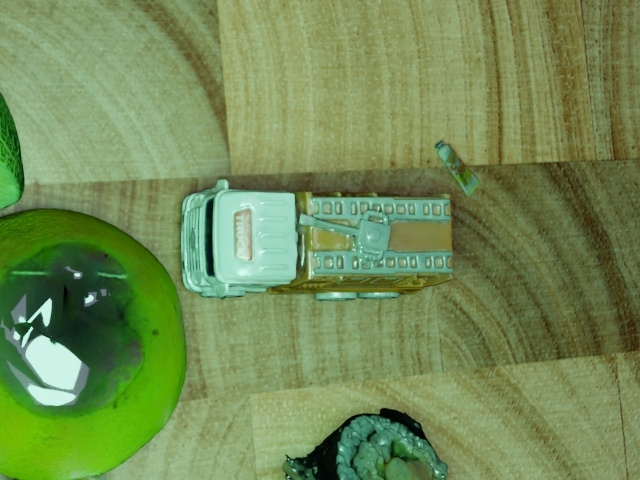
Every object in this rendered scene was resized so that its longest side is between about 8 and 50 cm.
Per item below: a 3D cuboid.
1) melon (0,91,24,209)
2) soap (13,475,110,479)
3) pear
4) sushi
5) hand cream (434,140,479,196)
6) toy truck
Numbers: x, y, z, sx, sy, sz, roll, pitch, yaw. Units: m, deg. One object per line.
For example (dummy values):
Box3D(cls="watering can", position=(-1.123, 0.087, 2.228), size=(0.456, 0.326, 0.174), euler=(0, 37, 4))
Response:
Box3D(cls="melon", position=(-0.533, -0.182, 1.791), size=(0.343, 0.331, 0.226), euler=(23, 97, -37))
Box3D(cls="soap", position=(-0.384, 0.464, 1.870), size=(0.199, 0.091, 0.315), euler=(27, 76, -18))
Box3D(cls="pear", position=(-0.350, 0.119, 1.822), size=(0.398, 0.165, 0.399), euler=(7, 69, -18))
Box3D(cls="sushi", position=(0.058, 0.388, 2.016), size=(0.238, 0.219, 0.225), euler=(41, 32, 13))
Box3D(cls="hand cream", position=(0.223, -0.120, 2.212), size=(0.035, 0.022, 0.102), euler=(-47, 108, -24))
Box3D(cls="toy truck", position=(0.000, 0.000, 2.006), size=(0.387, 0.207, 0.173), euler=(0, 85, -22))
